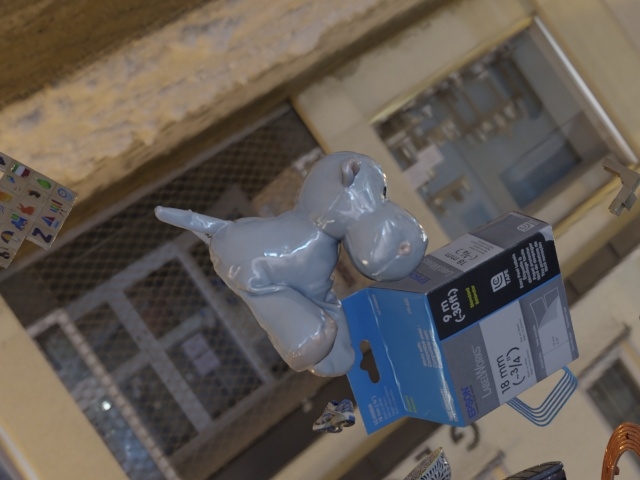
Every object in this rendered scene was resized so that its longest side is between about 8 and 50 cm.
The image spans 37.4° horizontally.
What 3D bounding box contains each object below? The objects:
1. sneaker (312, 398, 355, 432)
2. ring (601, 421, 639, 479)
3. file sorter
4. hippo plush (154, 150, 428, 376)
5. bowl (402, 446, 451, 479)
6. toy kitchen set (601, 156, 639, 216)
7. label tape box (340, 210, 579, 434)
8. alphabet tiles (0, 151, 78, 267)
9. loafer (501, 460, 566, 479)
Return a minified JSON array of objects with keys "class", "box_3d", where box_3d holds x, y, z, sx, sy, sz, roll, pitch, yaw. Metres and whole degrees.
[{"class":"sneaker","box_3d":[0.030,0.360,1.940,0.052,0.058,0.135,17,150,-29]},{"class":"ring","box_3d":[0.682,0.565,2.050,0.032,0.336,0.336,4,176,-5]},{"class":"file sorter","box_3d":[0.389,0.255,1.714,0.118,0.104,0.170,-55,173,5]},{"class":"hippo plush","box_3d":[0.000,0.000,1.193,0.236,0.294,0.234,-42,174,5]},{"class":"bowl","box_3d":[0.234,0.540,2.073,0.170,0.080,0.170,-44,173,-7]},{"class":"toy kitchen set","box_3d":[0.549,-0.095,1.764,0.083,0.075,0.068,-58,151,3]},{"class":"label tape box","box_3d":[0.201,0.138,1.385,0.334,0.240,0.106,-27,-154,-17]},{"class":"alphabet tiles","box_3d":[-0.498,-0.055,1.464,0.009,0.198,0.237,-51,-162,32]},{"class":"loafer","box_3d":[0.354,0.527,1.842,0.303,0.095,0.109,-21,173,-17]}]
